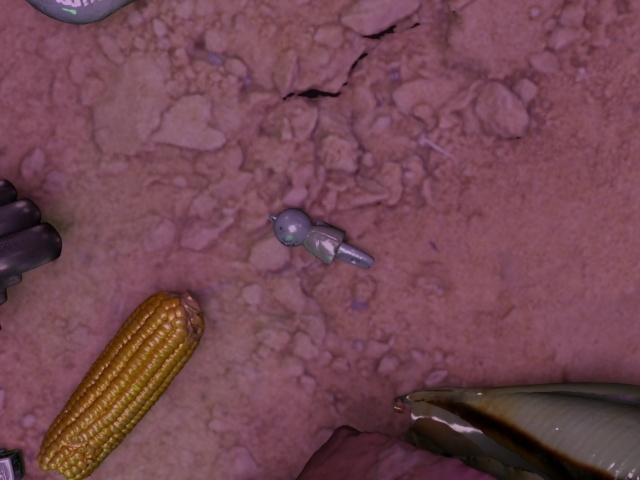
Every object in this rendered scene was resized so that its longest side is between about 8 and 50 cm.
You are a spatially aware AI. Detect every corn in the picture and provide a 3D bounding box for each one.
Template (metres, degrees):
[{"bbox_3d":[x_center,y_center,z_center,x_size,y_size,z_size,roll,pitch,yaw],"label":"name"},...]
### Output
[{"bbox_3d":[-0.174,0.127,1.560,0.067,0.067,0.206,38,97,-1],"label":"corn"}]

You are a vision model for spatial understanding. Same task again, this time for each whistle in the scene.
[{"bbox_3d":[0.000,0.000,1.554,0.100,0.035,0.035,25,97,-1],"label":"whistle"}]

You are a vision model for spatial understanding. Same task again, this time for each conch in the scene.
[{"bbox_3d":[0.190,0.188,1.504,0.251,0.137,0.143,2,70,-2],"label":"conch"}]

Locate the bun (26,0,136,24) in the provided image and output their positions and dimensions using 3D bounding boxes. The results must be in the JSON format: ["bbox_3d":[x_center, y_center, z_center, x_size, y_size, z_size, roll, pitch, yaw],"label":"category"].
[{"bbox_3d":[-0.205,-0.256,1.518,0.141,0.083,0.140,-1,97,-7],"label":"bun"}]

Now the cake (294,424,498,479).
[{"bbox_3d":[0.090,0.320,1.416,0.230,0.237,0.309,-53,123,-19],"label":"cake"}]

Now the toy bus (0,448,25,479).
[{"bbox_3d":[-0.310,0.209,1.591,0.083,0.037,0.031,-9,95,4],"label":"toy bus"}]

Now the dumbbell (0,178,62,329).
[{"bbox_3d":[-0.345,-0.109,1.492,0.179,0.179,0.406,-17,95,5],"label":"dumbbell"}]
